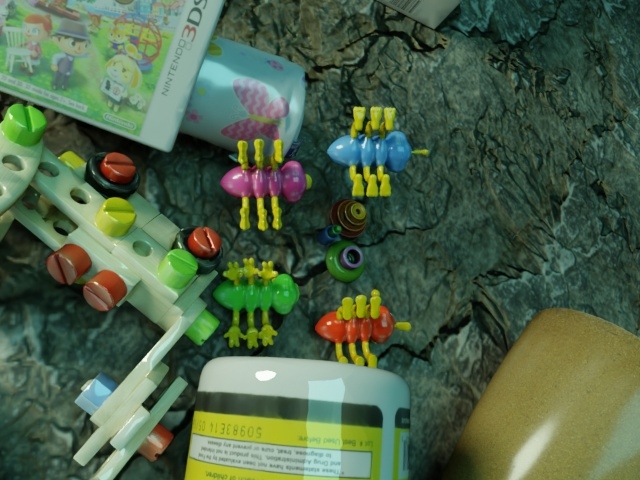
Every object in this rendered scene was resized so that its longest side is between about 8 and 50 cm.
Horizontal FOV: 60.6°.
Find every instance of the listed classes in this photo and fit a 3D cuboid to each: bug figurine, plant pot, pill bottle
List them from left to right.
[{"bbox_3d":[-0.026,0.272,0.442,0.188,0.188,0.334,13,71,-21],"label":"pill bottle"},{"bbox_3d":[0.000,0.000,0.573,0.216,0.072,0.279,2,101,-13],"label":"bug figurine"},{"bbox_3d":[0.243,0.243,0.575,0.254,0.237,0.237,-40,93,-16],"label":"plant pot"}]

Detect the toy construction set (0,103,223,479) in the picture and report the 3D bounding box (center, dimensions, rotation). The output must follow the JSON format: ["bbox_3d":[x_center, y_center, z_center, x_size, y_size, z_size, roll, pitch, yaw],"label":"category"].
[{"bbox_3d":[-0.205,0.031,0.452,0.328,0.151,0.215,54,31,-14],"label":"toy construction set"}]

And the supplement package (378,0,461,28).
[{"bbox_3d":[0.159,-0.463,0.788,0.139,0.134,0.244,19,68,-19],"label":"supplement package"}]

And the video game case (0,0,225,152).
[{"bbox_3d":[-0.196,-0.200,0.455,0.212,0.023,0.193,19,102,-19],"label":"video game case"}]

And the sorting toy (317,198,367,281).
[{"bbox_3d":[0.032,-0.005,0.640,0.061,0.042,0.102,7,72,-23],"label":"sorting toy"}]

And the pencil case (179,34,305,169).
[{"bbox_3d":[-0.150,-0.160,0.562,0.273,0.124,0.113,15,50,-21],"label":"pencil case"}]
